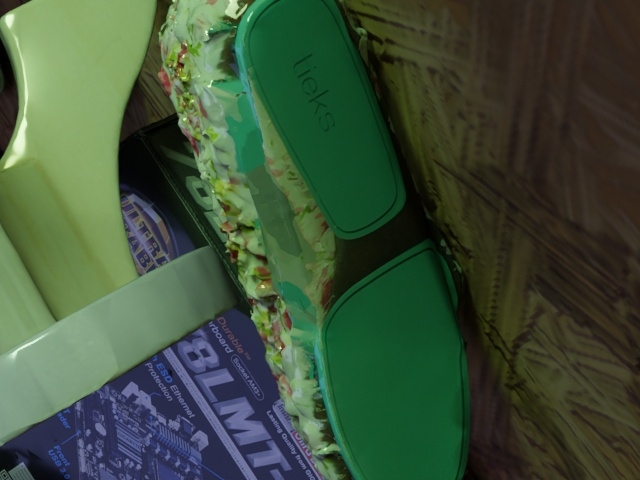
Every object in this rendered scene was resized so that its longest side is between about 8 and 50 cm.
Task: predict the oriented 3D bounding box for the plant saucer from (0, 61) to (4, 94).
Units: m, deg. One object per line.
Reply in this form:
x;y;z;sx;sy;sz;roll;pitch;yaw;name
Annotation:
-0.354;-0.170;1.173;0.241;0.037;0.241;12;160;4;plant saucer

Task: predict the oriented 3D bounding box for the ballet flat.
0.000;0.000;0.596;0.077;0.091;0.241;18;129;54;ballet flat

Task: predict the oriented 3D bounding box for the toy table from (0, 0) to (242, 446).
-0.146;0.002;0.643;0.161;0.252;0.274;59;155;1;toy table

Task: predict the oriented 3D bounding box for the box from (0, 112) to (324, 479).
-0.085;0.123;0.827;0.293;0.073;0.295;-36;88;36;box
